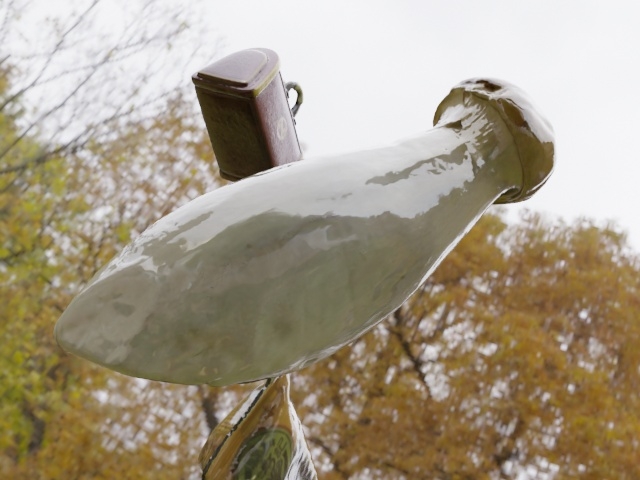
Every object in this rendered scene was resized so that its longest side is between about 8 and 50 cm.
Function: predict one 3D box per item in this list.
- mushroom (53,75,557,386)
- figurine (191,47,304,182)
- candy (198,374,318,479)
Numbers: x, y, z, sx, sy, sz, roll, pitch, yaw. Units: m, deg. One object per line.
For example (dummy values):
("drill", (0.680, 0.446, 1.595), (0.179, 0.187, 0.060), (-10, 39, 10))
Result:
("mushroom", (0.000, 0.000, 0.742), (0.128, 0.350, 0.128), (50, -21, 28))
("figurine", (-0.053, -0.114, 1.127), (0.082, 0.098, 0.154), (16, -43, 35))
("candy", (-0.062, 0.217, 1.130), (0.101, 0.143, 0.271), (25, -26, 14))
